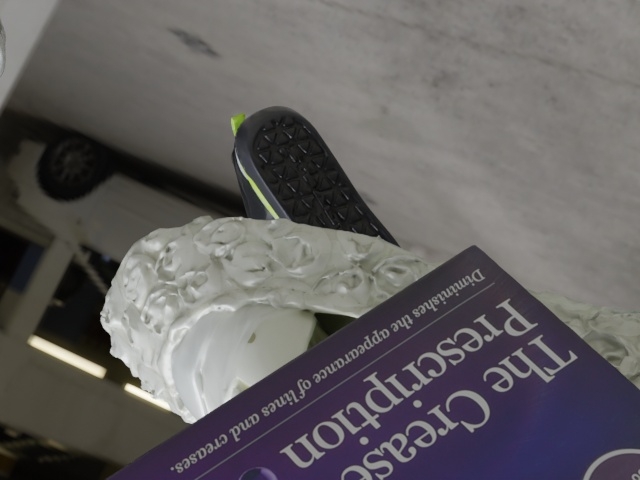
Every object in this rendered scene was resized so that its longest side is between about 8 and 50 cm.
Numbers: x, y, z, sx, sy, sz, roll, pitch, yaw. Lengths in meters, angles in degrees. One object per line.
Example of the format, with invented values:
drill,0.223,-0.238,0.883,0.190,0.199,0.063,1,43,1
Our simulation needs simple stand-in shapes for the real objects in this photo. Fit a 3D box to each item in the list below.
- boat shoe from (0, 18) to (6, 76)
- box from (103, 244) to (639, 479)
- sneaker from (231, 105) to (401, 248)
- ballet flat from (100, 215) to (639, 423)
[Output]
boat shoe,-0.370,-0.255,0.940,0.367,0.136,0.156,58,171,-32
box,0.011,0.144,0.389,0.184,0.261,0.103,45,152,27
sneaker,0.000,0.000,0.953,0.235,0.084,0.097,65,160,-1
ballet flat,0.043,0.079,0.649,0.409,0.147,0.147,8,164,19
